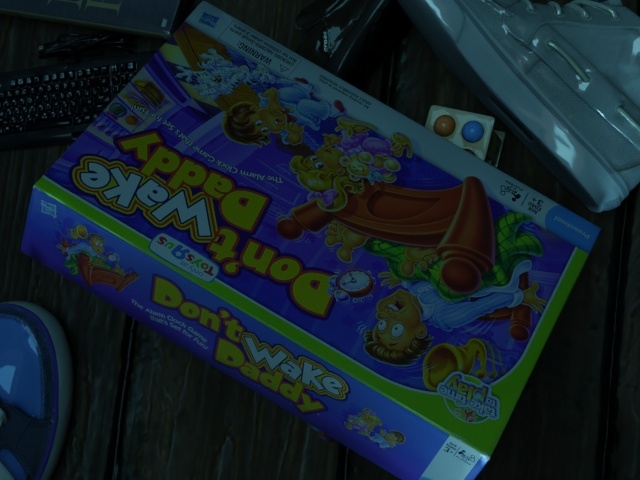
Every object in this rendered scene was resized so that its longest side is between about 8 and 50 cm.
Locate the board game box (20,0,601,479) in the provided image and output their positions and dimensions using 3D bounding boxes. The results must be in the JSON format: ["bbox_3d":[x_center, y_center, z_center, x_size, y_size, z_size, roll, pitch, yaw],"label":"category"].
[{"bbox_3d":[0.000,0.000,1.016,0.347,0.078,0.233,30,50,4],"label":"board game box"}]

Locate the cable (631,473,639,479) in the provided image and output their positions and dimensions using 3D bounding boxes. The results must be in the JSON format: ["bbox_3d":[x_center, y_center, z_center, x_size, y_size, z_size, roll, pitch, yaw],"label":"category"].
[{"bbox_3d":[0.176,0.268,1.058,0.287,0.072,0.139,-48,54,-8],"label":"cable"}]

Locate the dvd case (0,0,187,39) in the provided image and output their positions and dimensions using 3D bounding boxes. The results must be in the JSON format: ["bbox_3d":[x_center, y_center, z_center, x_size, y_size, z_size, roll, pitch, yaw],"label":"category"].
[{"bbox_3d":[-0.206,-0.268,1.253,0.221,0.018,0.165,11,77,19],"label":"dvd case"}]

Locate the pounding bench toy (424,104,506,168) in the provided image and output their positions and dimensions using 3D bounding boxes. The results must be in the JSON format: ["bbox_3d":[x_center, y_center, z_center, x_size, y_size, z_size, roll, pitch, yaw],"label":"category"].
[{"bbox_3d":[0.095,-0.074,1.117,0.083,0.065,0.052,14,85,19],"label":"pounding bench toy"}]

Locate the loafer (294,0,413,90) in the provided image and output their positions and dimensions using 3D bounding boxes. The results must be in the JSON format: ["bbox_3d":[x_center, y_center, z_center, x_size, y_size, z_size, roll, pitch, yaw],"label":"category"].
[{"bbox_3d":[0.016,-0.175,1.149,0.078,0.080,0.220,35,92,18],"label":"loafer"}]

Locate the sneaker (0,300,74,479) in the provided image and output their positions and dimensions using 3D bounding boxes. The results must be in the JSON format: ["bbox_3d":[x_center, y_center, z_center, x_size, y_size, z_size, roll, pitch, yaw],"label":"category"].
[{"bbox_3d":[-0.327,0.191,1.110,0.130,0.236,0.323,24,89,19],"label":"sneaker"}]

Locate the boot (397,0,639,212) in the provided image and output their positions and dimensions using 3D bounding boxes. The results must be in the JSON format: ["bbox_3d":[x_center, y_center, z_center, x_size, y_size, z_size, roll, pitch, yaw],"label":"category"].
[{"bbox_3d":[0.170,-0.152,1.077,0.123,0.095,0.258,-44,97,-2],"label":"boot"}]

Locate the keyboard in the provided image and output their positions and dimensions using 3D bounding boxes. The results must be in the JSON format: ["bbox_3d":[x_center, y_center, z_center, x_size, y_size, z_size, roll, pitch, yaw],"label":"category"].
[{"bbox_3d":[-0.216,-0.137,1.236,0.192,0.038,0.100,-6,79,15],"label":"keyboard"}]

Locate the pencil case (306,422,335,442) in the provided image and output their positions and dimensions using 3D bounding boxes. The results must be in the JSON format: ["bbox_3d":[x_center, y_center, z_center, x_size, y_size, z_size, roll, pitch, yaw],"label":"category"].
[{"bbox_3d":[-0.042,0.023,1.118,0.124,0.124,0.284,-46,71,5],"label":"pencil case"}]
